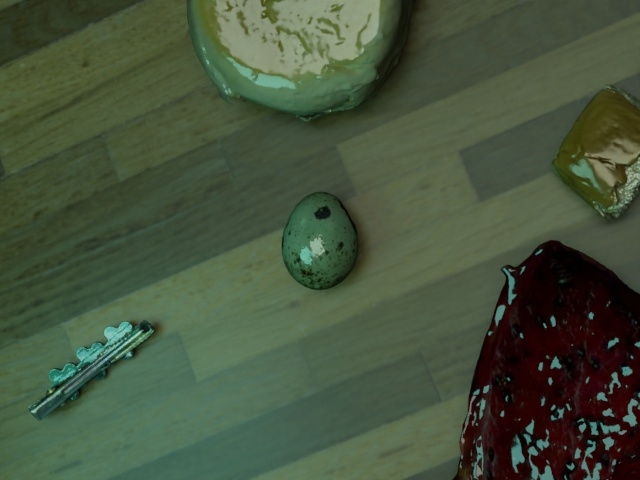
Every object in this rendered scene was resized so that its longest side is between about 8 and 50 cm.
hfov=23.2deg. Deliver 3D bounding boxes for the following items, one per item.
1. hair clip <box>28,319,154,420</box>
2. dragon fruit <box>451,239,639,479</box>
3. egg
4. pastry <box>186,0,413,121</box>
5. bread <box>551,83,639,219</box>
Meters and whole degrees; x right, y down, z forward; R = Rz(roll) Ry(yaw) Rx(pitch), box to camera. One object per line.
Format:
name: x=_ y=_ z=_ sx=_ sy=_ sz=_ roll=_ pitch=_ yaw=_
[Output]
hair clip: x=-0.265 y=0.142 z=1.783 sx=0.173 sy=0.049 sz=0.049 roll=-37 pitch=80 yaw=1
dragon fruit: x=0.285 y=0.205 z=1.655 sx=0.329 sy=0.228 sz=0.286 roll=-59 pitch=45 yaw=21
egg: x=0.000 y=0.000 z=1.723 sx=0.085 sy=0.085 sz=0.110 roll=2 pitch=70 yaw=11
pastry: x=-0.020 y=-0.259 z=1.721 sx=0.265 sy=0.133 sz=0.264 roll=-1 pitch=87 yaw=11
bread: x=0.313 y=-0.095 z=1.670 sx=0.106 sy=0.082 sz=0.125 roll=37 pitch=96 yaw=5
